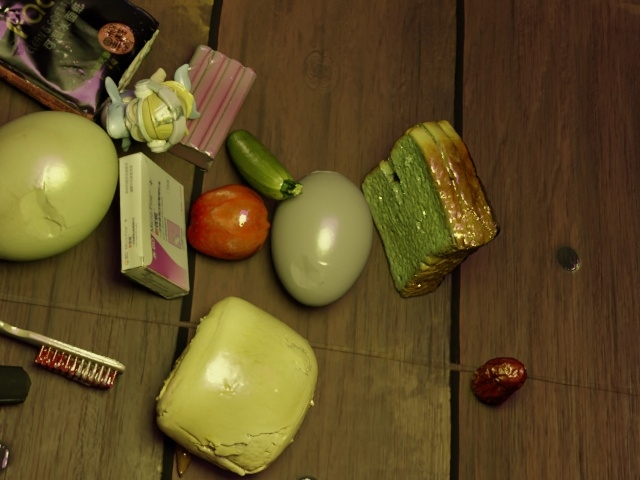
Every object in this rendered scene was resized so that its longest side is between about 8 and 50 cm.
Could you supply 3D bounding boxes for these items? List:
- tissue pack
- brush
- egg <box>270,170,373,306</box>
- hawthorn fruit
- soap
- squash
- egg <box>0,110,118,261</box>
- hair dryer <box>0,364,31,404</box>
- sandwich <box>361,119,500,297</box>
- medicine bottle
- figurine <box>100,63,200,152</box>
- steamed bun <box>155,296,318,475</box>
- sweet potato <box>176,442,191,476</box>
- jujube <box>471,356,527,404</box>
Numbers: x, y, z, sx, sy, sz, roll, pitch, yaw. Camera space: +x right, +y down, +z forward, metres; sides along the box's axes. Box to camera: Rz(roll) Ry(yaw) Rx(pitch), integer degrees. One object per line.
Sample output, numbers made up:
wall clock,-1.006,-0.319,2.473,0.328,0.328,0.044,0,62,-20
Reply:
tissue pack,-0.469,-0.363,1.822,0.332,0.123,0.245,33,60,-6
brush,-0.462,0.161,1.662,0.321,0.060,0.050,22,75,-11
egg,0.000,0.000,1.823,0.176,0.176,0.231,18,68,-13
hawthorn fruit,-0.157,-0.031,1.805,0.138,0.133,0.132,-3,71,-10
soap,-0.206,-0.238,1.900,0.122,0.065,0.203,27,63,-7
squash,-0.101,-0.122,1.833,0.066,0.066,0.252,-10,32,-23
egg,-0.440,-0.083,1.666,0.269,0.219,0.219,-34,83,6
hair dryer,-0.589,0.329,1.553,0.304,0.120,0.359,9,77,-32
sandwich,0.183,-0.060,1.859,0.095,0.273,0.249,-12,73,-23
medicine bottle,-0.274,-0.021,1.741,0.052,0.171,0.201,-11,68,15
figurine,-0.271,-0.215,1.748,0.208,0.184,0.128,-34,121,-42
steamed bun,-0.115,0.221,1.696,0.232,0.166,0.273,33,56,-5
sweet potato,-0.219,0.318,1.709,0.026,0.026,0.115,2,68,-19
jujube,0.312,0.243,1.869,0.077,0.129,0.077,6,65,-14
